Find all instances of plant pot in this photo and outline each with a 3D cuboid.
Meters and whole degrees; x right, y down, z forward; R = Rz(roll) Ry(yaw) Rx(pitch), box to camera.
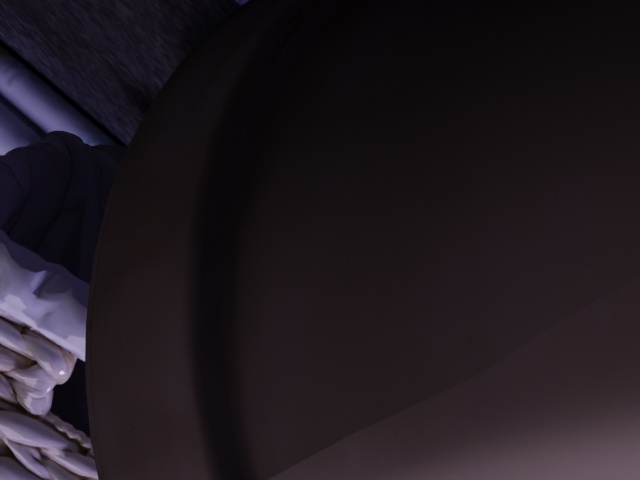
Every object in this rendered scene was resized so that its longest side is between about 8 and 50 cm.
[{"bbox_3d":[0.133,0.023,0.588,0.323,0.323,0.280,47,147,-15],"label":"plant pot"}]

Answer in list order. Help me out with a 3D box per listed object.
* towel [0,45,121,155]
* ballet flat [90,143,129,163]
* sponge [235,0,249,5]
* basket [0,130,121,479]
[{"bbox_3d":[-0.202,-0.007,1.757,0.374,0.090,0.320,39,166,13],"label":"towel"},{"bbox_3d":[-0.028,0.053,1.452,0.409,0.147,0.147,42,166,-7],"label":"ballet flat"},{"bbox_3d":[0.008,-0.096,1.062,0.117,0.031,0.210,36,164,28],"label":"sponge"},{"bbox_3d":[-0.111,0.135,1.153,0.328,0.266,0.331,31,-168,3],"label":"basket"}]
